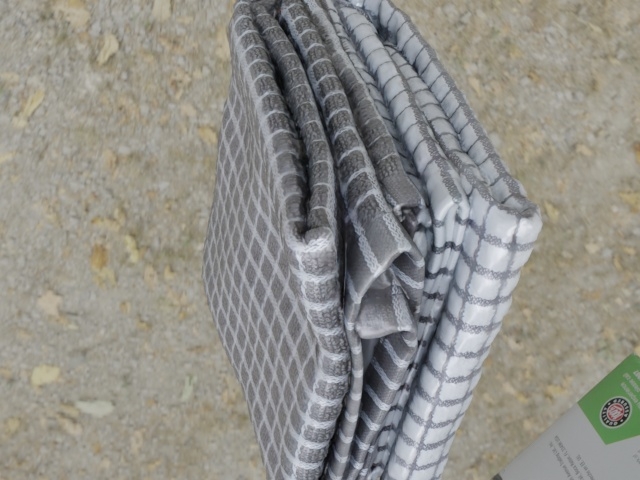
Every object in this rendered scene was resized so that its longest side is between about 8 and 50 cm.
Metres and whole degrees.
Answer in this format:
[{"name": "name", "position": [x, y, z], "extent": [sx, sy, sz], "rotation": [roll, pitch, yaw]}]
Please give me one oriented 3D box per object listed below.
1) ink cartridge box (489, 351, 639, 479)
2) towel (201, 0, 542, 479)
[{"name": "ink cartridge box", "position": [0.158, 0.197, 0.581], "extent": [0.092, 0.160, 0.219], "rotation": [41, 102, -21]}, {"name": "towel", "position": [0.000, 0.000, 0.611], "extent": [0.121, 0.283, 0.235], "rotation": [0, 129, -17]}]
